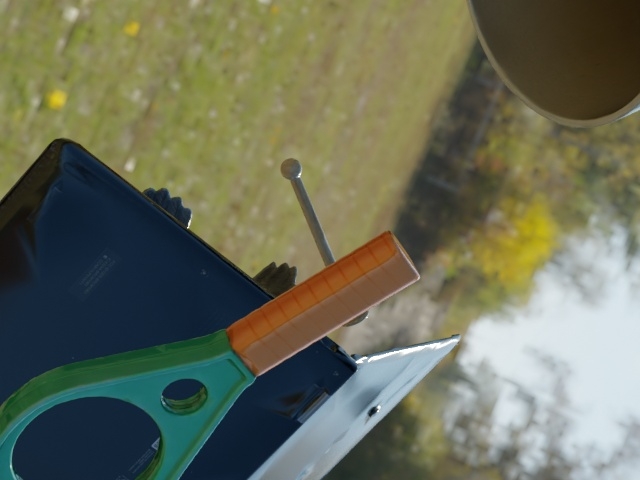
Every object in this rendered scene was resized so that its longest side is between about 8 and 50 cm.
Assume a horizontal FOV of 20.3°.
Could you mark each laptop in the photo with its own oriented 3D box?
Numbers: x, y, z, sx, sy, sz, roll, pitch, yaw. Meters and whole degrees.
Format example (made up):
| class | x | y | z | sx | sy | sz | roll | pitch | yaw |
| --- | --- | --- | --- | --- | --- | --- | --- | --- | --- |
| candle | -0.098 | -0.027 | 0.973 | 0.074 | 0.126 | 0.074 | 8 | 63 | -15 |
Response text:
| class | x | y | z | sx | sy | sz | roll | pitch | yaw |
| --- | --- | --- | --- | --- | --- | --- | --- | --- | --- |
| laptop | -0.150 | 0.139 | 1.348 | 0.382 | 0.408 | 0.236 | -46 | -160 | 15 |

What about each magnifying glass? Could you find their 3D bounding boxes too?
| class | x | y | z | sx | sy | sz | roll | pitch | yaw |
| --- | --- | --- | --- | --- | --- | --- | --- | --- | --- |
| magnifying glass | -0.058 | 0.067 | 0.846 | 0.231 | 0.092 | 0.026 | -33 | -144 | 7 |

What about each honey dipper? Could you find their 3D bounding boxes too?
| class | x | y | z | sx | sy | sz | roll | pitch | yaw |
| --- | --- | --- | --- | --- | --- | --- | --- | --- | --- |
| honey dipper | 0.000 | 0.000 | 1.510 | 0.161 | 0.030 | 0.030 | 67 | 27 | -24 |

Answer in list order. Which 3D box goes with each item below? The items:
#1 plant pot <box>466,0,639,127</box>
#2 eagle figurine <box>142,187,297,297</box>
| class | x | y | z | sx | sy | sz | roll | pitch | yaw |
| --- | --- | --- | --- | --- | --- | --- | --- | --- | --- |
| plant pot | 0.301 | -0.246 | 1.475 | 0.274 | 0.256 | 0.256 | -16 | 144 | -31 |
| eagle figurine | -0.174 | 0.115 | 2.024 | 0.298 | 0.226 | 0.225 | 114 | -33 | -47 |
